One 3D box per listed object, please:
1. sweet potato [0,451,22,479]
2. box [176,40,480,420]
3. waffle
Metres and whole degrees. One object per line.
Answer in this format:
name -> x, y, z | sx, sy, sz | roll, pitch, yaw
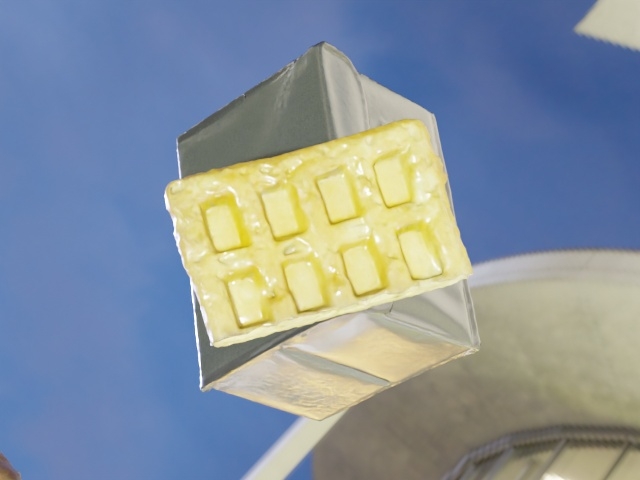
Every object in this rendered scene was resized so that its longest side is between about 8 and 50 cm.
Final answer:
sweet potato -> -0.420, 0.248, 1.548 | 0.341, 0.092, 0.114 | 39, -67, 52
box -> -0.001, 0.000, 1.540 | 0.251, 0.345, 0.204 | -30, -36, 34
waffle -> -0.001, -0.007, 1.283 | 0.057, 0.274, 0.168 | 122, -49, -69
